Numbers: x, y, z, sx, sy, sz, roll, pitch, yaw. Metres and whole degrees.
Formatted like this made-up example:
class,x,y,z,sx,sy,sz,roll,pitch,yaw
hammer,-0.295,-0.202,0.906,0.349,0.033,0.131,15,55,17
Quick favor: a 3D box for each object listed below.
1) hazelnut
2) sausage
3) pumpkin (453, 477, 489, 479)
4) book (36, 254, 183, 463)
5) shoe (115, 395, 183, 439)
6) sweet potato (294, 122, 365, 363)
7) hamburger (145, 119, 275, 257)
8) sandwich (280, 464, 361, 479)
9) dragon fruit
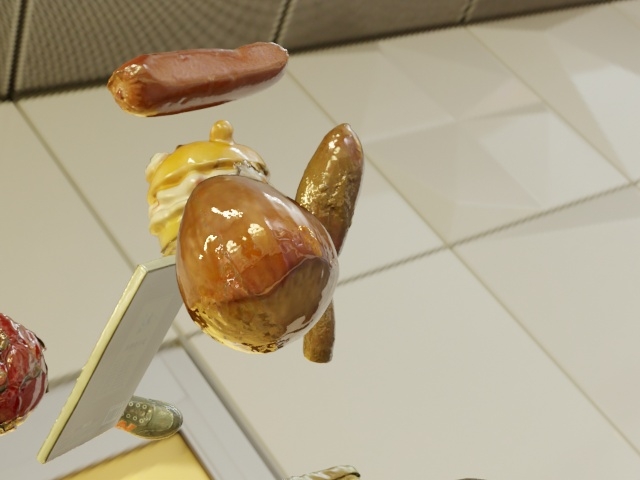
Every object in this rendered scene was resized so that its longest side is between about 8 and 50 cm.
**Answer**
class,x,y,z,sx,sy,sz,roll,pitch,yaw
hazelnut,-0.073,0.022,1.181,0.176,0.214,0.214,-19,-31,-7
sausage,-0.187,-0.260,1.728,0.348,0.094,0.097,-15,-8,-41
pumpkin,0.209,0.405,1.564,0.183,0.107,0.119,-7,-49,-47
book,-0.273,0.157,1.500,0.310,0.021,0.217,-61,-12,12
shoe,-0.345,0.309,1.918,0.077,0.194,0.074,61,-138,-72
sweet potato,0.000,0.000,1.703,0.109,0.109,0.385,9,-89,-56
hamburger,-0.208,-0.088,2.062,0.276,0.237,0.276,-13,-18,-4
sandwich,-0.053,0.514,1.741,0.271,0.099,0.301,-2,-56,-45
dragon fruit,-0.632,0.257,2.042,0.244,0.244,0.299,-44,-13,7
